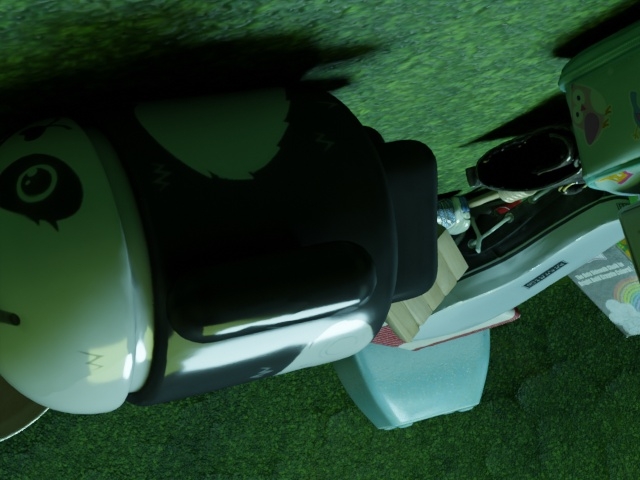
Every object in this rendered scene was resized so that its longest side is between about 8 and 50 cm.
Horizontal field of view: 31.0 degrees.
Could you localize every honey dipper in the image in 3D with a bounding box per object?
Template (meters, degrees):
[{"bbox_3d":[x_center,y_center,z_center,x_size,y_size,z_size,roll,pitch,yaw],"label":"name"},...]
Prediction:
[{"bbox_3d":[0.181,-0.047,1.289,0.030,0.030,0.161,-10,174,-31],"label":"honey dipper"}]

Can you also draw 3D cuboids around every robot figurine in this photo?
[{"bbox_3d":[-0.066,-0.002,0.668,0.278,0.173,0.209,-11,160,-27],"label":"robot figurine"}]

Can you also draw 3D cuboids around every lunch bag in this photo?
[{"bbox_3d":[0.324,-0.117,0.792,0.279,0.108,0.224,-9,169,-36],"label":"lunch bag"}]

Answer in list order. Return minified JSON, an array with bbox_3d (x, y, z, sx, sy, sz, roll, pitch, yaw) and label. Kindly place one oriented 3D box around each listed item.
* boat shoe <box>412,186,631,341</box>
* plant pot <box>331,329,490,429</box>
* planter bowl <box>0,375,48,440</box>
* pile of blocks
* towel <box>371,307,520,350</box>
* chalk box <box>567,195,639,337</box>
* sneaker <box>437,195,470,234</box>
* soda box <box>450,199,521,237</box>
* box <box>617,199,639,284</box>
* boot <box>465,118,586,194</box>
[{"bbox_3d":[0.207,0.010,1.331,0.306,0.105,0.113,-35,153,24],"label":"boat shoe"},{"bbox_3d":[0.141,0.170,1.881,0.247,0.252,0.248,-13,171,-11],"label":"plant pot"},{"bbox_3d":[-0.256,0.050,0.791,0.162,0.162,0.109,-9,-164,-33],"label":"planter bowl"},{"bbox_3d":[0.000,0.000,1.107,0.113,0.149,0.362,33,-167,36],"label":"pile of blocks"},{"bbox_3d":[0.065,0.082,1.531,0.329,0.037,0.237,15,157,-30],"label":"towel"},{"bbox_3d":[0.381,-0.005,1.432,0.132,0.213,0.132,-47,-171,-24],"label":"chalk box"},{"bbox_3d":[0.116,-0.018,1.317,0.058,0.052,0.135,-1,159,-22],"label":"sneaker"},{"bbox_3d":[0.209,0.018,1.533,0.083,0.092,0.263,-14,172,-6],"label":"soda box"},{"bbox_3d":[0.373,-0.001,0.837,0.311,0.121,0.148,-8,169,-41],"label":"box"},{"bbox_3d":[0.285,-0.083,0.995,0.229,0.091,0.263,-8,173,-41],"label":"boot"}]
